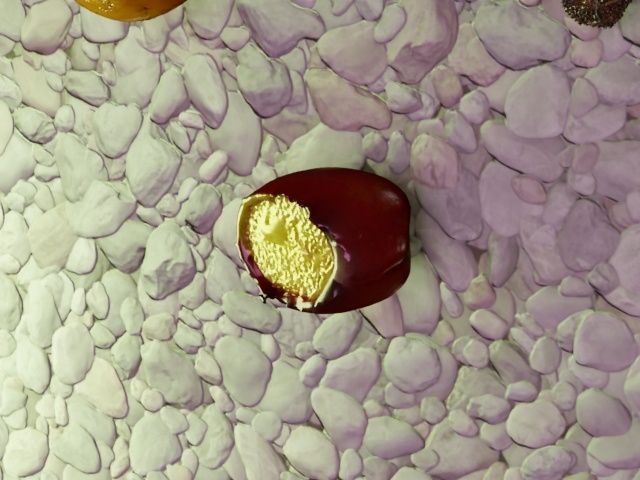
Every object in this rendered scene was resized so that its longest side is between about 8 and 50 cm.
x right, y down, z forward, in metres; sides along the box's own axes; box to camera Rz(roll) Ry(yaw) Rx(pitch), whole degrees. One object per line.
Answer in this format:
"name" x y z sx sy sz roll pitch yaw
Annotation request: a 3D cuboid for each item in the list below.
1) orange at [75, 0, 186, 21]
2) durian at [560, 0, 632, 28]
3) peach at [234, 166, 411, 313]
"orange" -0.236 -0.392 2.000 0.240 0.240 0.240 6 104 24
"durian" 0.315 -0.285 1.843 0.091 0.080 0.080 20 110 23
"peach" 0.000 0.000 1.983 0.226 0.190 0.196 -1 62 5
